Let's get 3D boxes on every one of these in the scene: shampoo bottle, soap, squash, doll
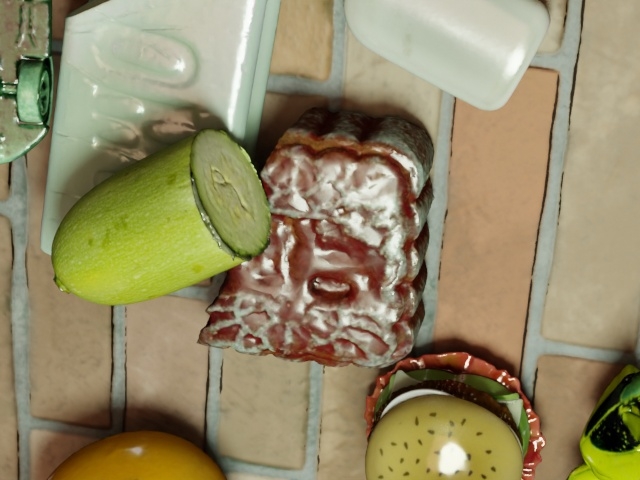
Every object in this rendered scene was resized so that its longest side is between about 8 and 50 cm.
[{"bbox_3d":[0.078,-0.200,1.276,0.221,0.051,0.108,28,117,0],"label":"shampoo bottle"},{"bbox_3d":[-0.142,-0.113,1.335,0.173,0.095,0.289,14,114,6],"label":"soap"},{"bbox_3d":[-0.144,-0.004,1.267,0.187,0.123,0.123,-25,104,21],"label":"squash"},{"bbox_3d":[-0.168,0.297,1.472,0.213,0.213,0.236,-11,151,16],"label":"doll"}]

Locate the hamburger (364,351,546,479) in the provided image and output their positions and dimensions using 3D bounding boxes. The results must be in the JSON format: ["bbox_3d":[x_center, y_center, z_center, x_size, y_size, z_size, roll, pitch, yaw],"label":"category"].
[{"bbox_3d":[0.113,0.191,1.379,0.175,0.137,0.175,5,110,13],"label":"hamburger"}]

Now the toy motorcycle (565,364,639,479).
[{"bbox_3d":[0.370,0.174,1.316,0.342,0.142,0.206,-13,146,17],"label":"toy motorcycle"}]

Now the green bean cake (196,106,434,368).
[{"bbox_3d":[0.000,0.000,1.348,0.199,0.097,0.232,10,114,9],"label":"green bean cake"}]

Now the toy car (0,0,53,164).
[{"bbox_3d":[-0.291,-0.223,1.301,0.136,0.125,0.305,4,105,1],"label":"toy car"}]
